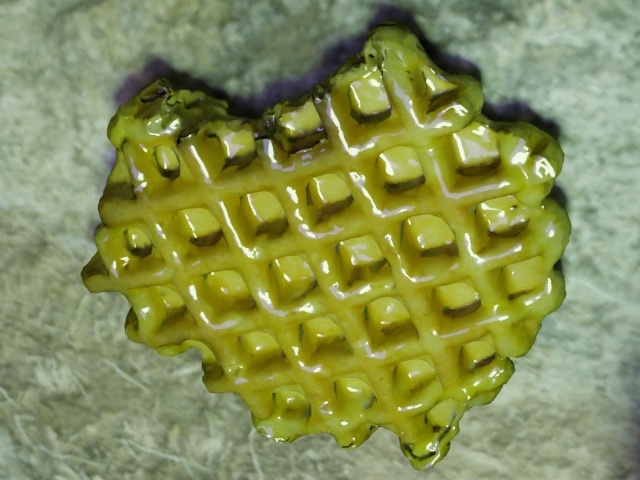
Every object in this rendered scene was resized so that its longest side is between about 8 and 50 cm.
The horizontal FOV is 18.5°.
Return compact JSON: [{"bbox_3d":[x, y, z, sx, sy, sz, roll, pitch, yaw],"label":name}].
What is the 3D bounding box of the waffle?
[{"bbox_3d":[-0.001,0.001,1.067,0.291,0.051,0.291,9,125,13],"label":"waffle"}]
